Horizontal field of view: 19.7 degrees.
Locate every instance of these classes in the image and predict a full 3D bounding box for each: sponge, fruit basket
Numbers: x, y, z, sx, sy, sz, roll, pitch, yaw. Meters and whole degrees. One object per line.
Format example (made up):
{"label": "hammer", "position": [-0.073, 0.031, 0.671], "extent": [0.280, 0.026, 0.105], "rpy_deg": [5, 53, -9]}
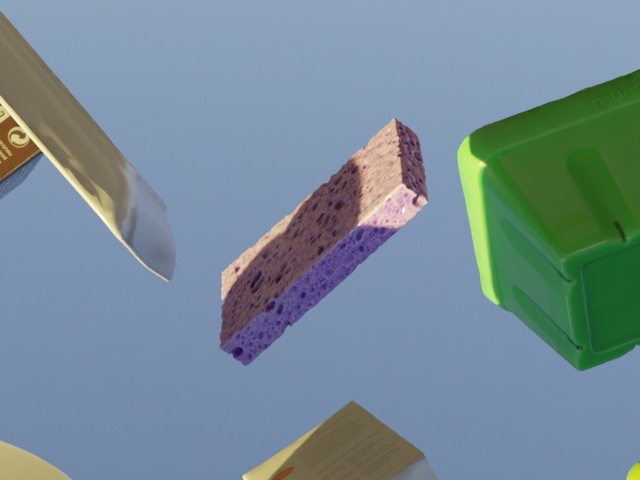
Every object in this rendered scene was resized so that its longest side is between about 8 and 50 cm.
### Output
{"label": "sponge", "position": [0.000, 0.000, 1.474], "extent": [0.210, 0.031, 0.117], "rpy_deg": [-42, -157, 22]}
{"label": "fruit basket", "position": [0.315, -0.077, 1.866], "extent": [0.392, 0.283, 0.392], "rpy_deg": [-8, -135, 8]}

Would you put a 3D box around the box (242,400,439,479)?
{"label": "box", "position": [0.028, 0.235, 1.651], "extent": [0.130, 0.091, 0.170], "rpy_deg": [-34, -159, -11]}

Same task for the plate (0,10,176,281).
{"label": "plate", "position": [-0.204, -0.097, 1.392], "extent": [0.045, 0.277, 0.278], "rpy_deg": [-40, 173, -3]}

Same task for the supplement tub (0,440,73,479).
{"label": "supplement tub", "position": [-0.283, 0.315, 1.253], "extent": [0.235, 0.325, 0.235], "rpy_deg": [16, -160, -6]}

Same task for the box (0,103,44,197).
{"label": "box", "position": [-0.490, -0.023, 1.981], "extent": [0.381, 0.143, 0.191], "rpy_deg": [-42, -176, -22]}

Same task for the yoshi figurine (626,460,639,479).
{"label": "yoshi figurine", "position": [0.468, 0.233, 2.004], "extent": [0.203, 0.203, 0.362], "rpy_deg": [-17, 166, 37]}
